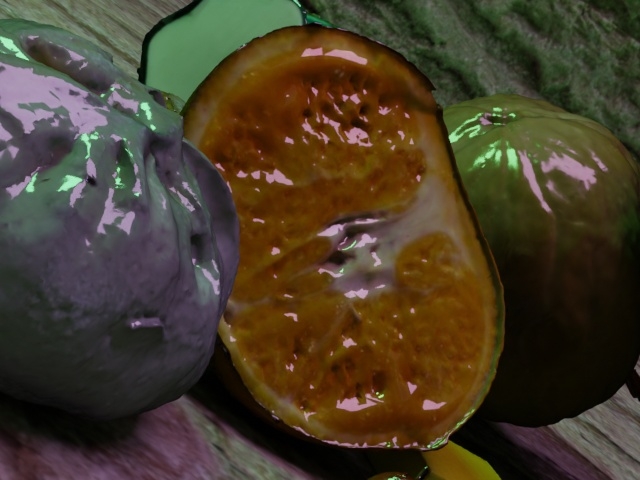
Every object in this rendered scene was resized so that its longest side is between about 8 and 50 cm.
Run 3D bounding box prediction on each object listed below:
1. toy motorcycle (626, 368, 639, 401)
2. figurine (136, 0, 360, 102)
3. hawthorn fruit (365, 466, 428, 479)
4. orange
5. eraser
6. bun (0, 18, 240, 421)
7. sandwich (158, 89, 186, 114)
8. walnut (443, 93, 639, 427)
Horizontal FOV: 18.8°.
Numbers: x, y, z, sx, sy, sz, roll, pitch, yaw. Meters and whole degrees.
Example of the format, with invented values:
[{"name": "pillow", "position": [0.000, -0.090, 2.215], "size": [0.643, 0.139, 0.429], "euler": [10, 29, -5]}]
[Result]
[{"name": "toy motorcycle", "position": [0.385, 0.226, 1.787], "size": [0.221, 0.147, 0.326], "euler": [58, 12, -18]}, {"name": "figurine", "position": [-0.038, -0.137, 2.076], "size": [0.323, 0.231, 0.340], "euler": [14, -5, 24]}, {"name": "hawthorn fruit", "position": [0.048, 0.200, 1.355], "size": [0.077, 0.077, 0.077], "euler": [35, 12, -9]}, {"name": "orange", "position": [0.001, -0.002, 1.505], "size": [0.274, 0.274, 0.310], "euler": [-125, -160, -56]}, {"name": "eraser", "position": [0.104, 0.199, 1.579], "size": [0.122, 0.045, 0.097], "euler": [30, 13, -32]}, {"name": "bun", "position": [-0.193, -0.038, 1.281], "size": [0.354, 0.194, 0.354], "euler": [36, 14, -10]}, {"name": "sandwich", "position": [-0.070, -0.006, 1.754], "size": [0.249, 0.095, 0.273], "euler": [37, 11, -18]}, {"name": "walnut", "position": [0.183, 0.023, 1.848], "size": [0.333, 0.333, 0.333], "euler": [35, 12, -9]}]
